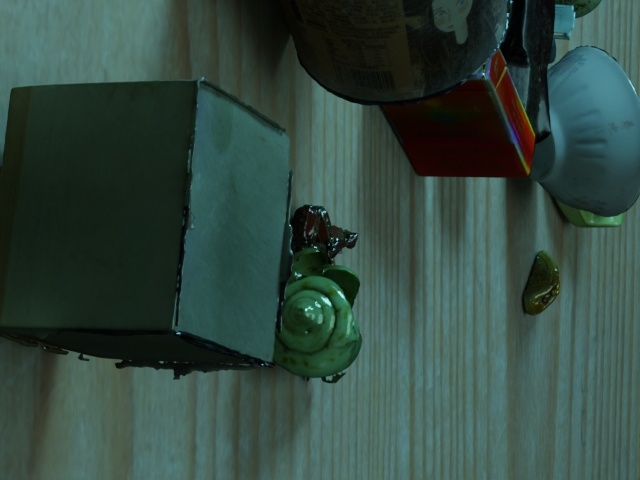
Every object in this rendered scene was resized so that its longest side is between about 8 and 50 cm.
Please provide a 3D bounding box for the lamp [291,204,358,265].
[{"bbox_3d":[0.000,0.000,1.570,0.083,0.031,0.063,52,44,-52],"label":"lamp"}]

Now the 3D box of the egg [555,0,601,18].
[{"bbox_3d":[0.275,-0.286,2.166,0.110,0.085,0.085,10,82,-72],"label":"egg"}]

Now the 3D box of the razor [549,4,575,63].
[{"bbox_3d":[0.249,-0.224,2.166,0.135,0.068,0.040,55,43,-74],"label":"razor"}]

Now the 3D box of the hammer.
[{"bbox_3d":[0.118,-0.235,1.777,0.409,0.095,0.242,23,70,-64],"label":"hammer"}]

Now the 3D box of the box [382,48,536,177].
[{"bbox_3d":[0.119,-0.119,1.753,0.175,0.112,0.048,58,39,-56],"label":"box"}]

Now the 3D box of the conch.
[{"bbox_3d":[-0.001,0.058,1.523,0.170,0.079,0.105,63,39,-78],"label":"conch"}]

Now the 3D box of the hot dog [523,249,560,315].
[{"bbox_3d":[0.253,0.048,2.202,0.090,0.034,0.030,-65,148,-43],"label":"hot dog"}]

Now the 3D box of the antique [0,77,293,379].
[{"bbox_3d":[-0.107,-0.004,1.137,0.147,0.148,0.152,30,63,-66],"label":"antique"}]

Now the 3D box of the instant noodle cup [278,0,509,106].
[{"bbox_3d":[0.046,-0.230,1.449,0.207,0.217,0.217,75,26,-51],"label":"instant noodle cup"}]

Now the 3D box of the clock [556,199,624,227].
[{"bbox_3d":[0.309,-0.124,2.281,0.232,0.069,0.170,46,49,-61],"label":"clock"}]

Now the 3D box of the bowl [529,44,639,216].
[{"bbox_3d":[0.262,-0.111,2.105,0.086,0.189,0.189,-11,105,-27],"label":"bowl"}]
